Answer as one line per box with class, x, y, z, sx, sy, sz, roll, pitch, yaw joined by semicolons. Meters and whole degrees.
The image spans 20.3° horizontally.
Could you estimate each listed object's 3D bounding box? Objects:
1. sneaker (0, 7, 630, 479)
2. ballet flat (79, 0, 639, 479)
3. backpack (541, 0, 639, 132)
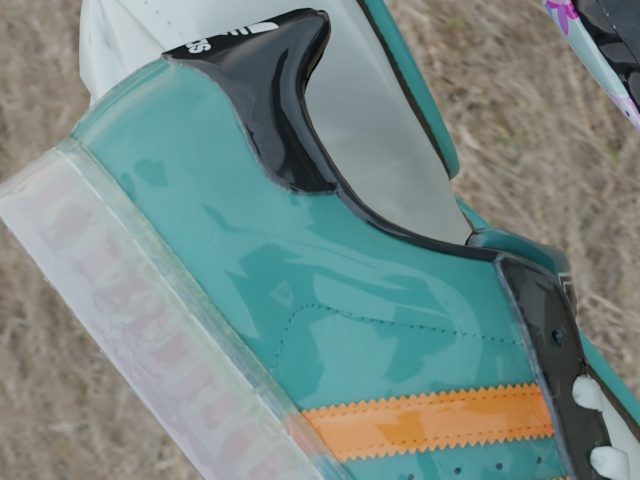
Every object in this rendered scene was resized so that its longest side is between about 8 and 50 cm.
sneaker;0.046;0.066;0.496;0.121;0.108;0.302;-40;90;-7
ballet flat;0.000;0.000;0.647;0.139;0.400;0.139;-25;32;17
backpack;0.115;-0.077;0.385;0.152;0.115;0.182;-31;90;32
